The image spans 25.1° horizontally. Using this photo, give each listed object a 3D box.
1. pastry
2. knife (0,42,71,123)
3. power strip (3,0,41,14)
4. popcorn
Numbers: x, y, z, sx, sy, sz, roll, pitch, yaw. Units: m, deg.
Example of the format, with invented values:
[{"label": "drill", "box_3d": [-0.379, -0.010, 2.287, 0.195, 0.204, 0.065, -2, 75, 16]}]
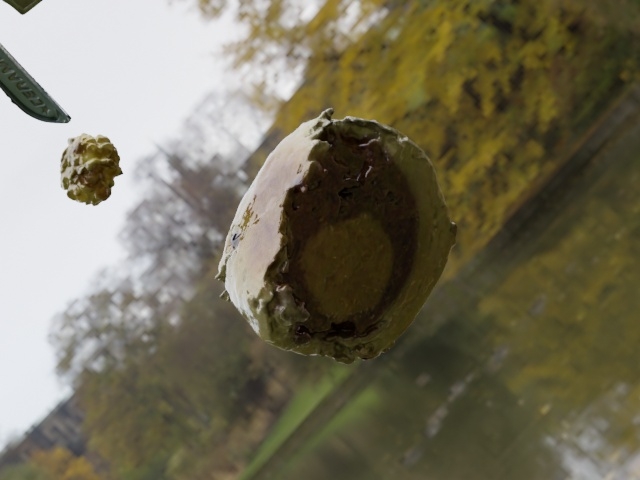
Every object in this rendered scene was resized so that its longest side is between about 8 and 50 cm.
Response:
[{"label": "pastry", "box_3d": [0.007, -0.005, 1.544, 0.237, 0.170, 0.256, 22, -92, -45]}, {"label": "knife", "box_3d": [-0.282, -0.168, 1.166, 0.028, 0.210, 0.015, -39, 14, 8]}, {"label": "power strip", "box_3d": [-0.282, -0.257, 1.014, 0.052, 0.078, 0.272, -41, -43, 7]}, {"label": "popcorn", "box_3d": [-0.256, -0.077, 1.603, 0.057, 0.083, 0.082, 2, -41, -41]}]
